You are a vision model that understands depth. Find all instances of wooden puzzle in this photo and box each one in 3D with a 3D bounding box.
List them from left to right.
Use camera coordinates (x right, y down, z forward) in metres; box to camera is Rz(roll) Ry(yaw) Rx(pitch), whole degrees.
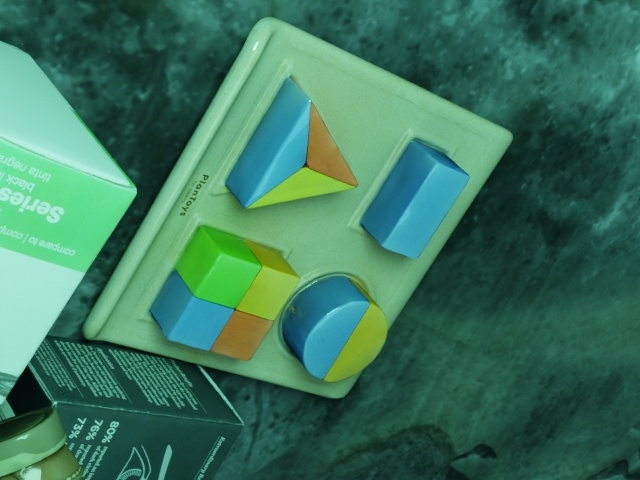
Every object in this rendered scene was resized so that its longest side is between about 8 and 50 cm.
[{"bbox_3d":[0.000,0.000,1.190,0.348,0.080,0.322,17,110,-43],"label":"wooden puzzle"}]

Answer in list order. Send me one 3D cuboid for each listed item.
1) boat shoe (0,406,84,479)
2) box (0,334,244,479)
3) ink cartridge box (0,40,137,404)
[{"bbox_3d":[-0.327,0.229,1.024,0.307,0.111,0.104,-18,99,13],"label":"boat shoe"},{"bbox_3d":[-0.198,0.180,1.162,0.207,0.108,0.153,16,111,-43],"label":"box"},{"bbox_3d":[-0.281,0.015,0.899,0.121,0.211,0.289,22,107,-45],"label":"ink cartridge box"}]
